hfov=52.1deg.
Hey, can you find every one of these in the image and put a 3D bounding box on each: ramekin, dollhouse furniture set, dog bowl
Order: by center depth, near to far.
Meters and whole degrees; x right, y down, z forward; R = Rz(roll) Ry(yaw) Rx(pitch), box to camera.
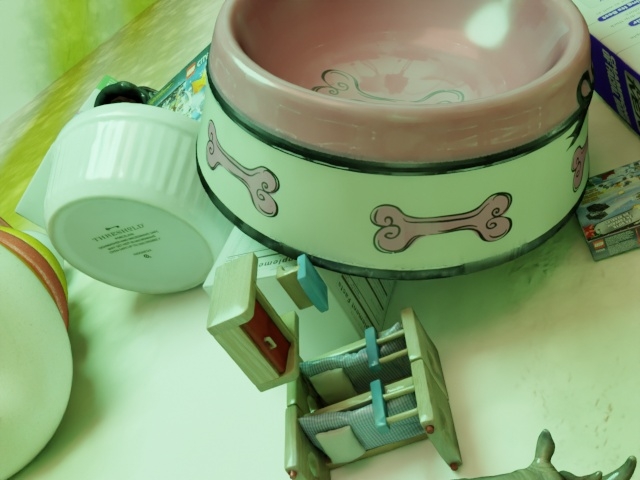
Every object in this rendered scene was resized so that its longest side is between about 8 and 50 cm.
[{"bbox_3d":[0.012,0.101,0.528,0.129,0.184,0.129,-24,34,15],"label":"dollhouse furniture set"},{"bbox_3d":[0.073,-0.158,0.648,0.407,0.150,0.408,0,45,0],"label":"dog bowl"},{"bbox_3d":[-0.233,-0.037,0.867,0.272,0.273,0.127,-16,49,25],"label":"ramekin"}]

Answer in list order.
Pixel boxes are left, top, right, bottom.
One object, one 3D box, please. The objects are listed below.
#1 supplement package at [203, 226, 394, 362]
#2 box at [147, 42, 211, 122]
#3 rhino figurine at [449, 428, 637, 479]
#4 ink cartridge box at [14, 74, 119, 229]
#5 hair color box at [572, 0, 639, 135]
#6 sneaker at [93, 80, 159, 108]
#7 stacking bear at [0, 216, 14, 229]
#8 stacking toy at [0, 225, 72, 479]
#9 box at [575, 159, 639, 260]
[{"bbox_3d":[0.000,0.000,0.720,0.139,0.134,0.244,-11,38,30],"label":"supplement package"},{"bbox_3d":[-0.164,-0.182,0.910,0.233,0.044,0.159,-28,53,37],"label":"box"},{"bbox_3d":[0.088,0.194,0.412,0.243,0.106,0.073,-29,33,7],"label":"rhino figurine"},{"bbox_3d":[-0.460,-0.165,1.291,0.201,0.117,0.278,-44,23,34],"label":"ink cartridge box"},{"bbox_3d":[0.389,-0.241,0.733,0.185,0.110,0.339,-23,32,13],"label":"hair color box"},{"bbox_3d":[-0.287,-0.209,1.157,0.185,0.202,0.483,-33,24,12],"label":"sneaker"},{"bbox_3d":[-0.726,0.066,1.244,0.289,0.175,0.164,-49,-5,-6],"label":"stacking bear"},{"bbox_3d":[-0.476,0.096,0.933,0.350,0.351,0.480,-31,13,3],"label":"stacking toy"},{"bbox_3d":[0.308,-0.040,0.607,0.137,0.027,0.094,-20,33,20],"label":"box"}]
